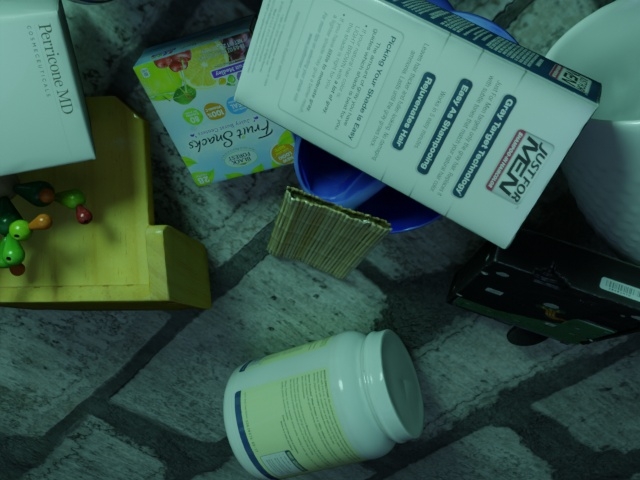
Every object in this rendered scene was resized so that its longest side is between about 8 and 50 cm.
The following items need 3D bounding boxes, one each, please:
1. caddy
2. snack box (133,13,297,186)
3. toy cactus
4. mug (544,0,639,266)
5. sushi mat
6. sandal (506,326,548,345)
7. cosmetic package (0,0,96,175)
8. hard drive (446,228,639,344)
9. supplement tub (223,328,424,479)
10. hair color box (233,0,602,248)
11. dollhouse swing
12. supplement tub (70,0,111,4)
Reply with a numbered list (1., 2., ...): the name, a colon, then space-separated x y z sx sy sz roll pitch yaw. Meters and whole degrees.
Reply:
1. caddy: 0.115 -0.156 0.836 0.241 0.179 0.341 30 126 -19
2. snack box: -0.136 -0.192 0.902 0.174 0.070 0.207 -13 129 15
3. toy cactus: -0.439 -0.045 0.900 0.219 0.180 0.112 -27 160 9
4. mug: 0.488 -0.135 0.782 0.374 0.276 0.328 -36 125 -2
5. sushi mat: 0.000 0.000 0.967 0.151 0.019 0.316 18 163 -4
6. sandal: 0.413 0.128 1.136 0.179 0.040 0.067 -41 121 16
7. cosmetic package: -0.484 -0.177 0.770 0.365 0.155 0.197 -14 123 -14
8. hard drive: 0.334 0.079 0.941 0.237 0.064 0.339 19 166 6
9. supplement tub: 0.008 0.307 1.190 0.325 0.235 0.235 -20 125 21
10. hair color box: 0.094 -0.158 0.678 0.347 0.105 0.174 31 123 11
11. dollhouse swing: -0.387 -0.040 1.060 0.347 0.305 0.315 -2 170 7
12. supplement tub: -0.227 -0.353 0.687 0.200 0.144 0.144 0 137 45
